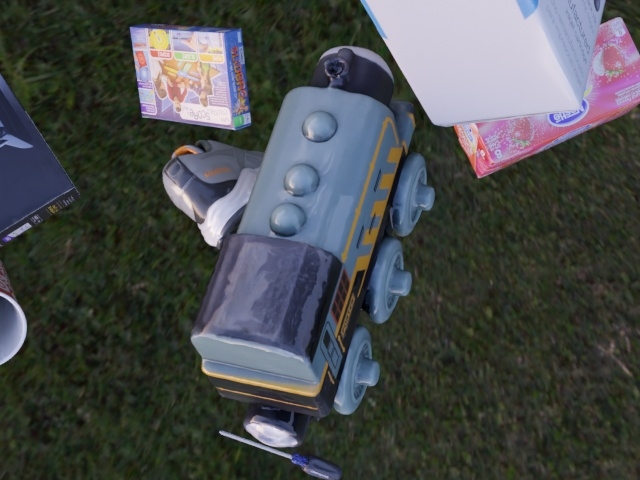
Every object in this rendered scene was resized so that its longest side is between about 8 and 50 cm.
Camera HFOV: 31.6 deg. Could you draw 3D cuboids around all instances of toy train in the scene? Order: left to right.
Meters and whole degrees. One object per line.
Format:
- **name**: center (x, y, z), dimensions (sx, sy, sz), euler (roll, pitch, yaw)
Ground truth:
- **toy train**: center (0.000, 0.000, 0.943), dimensions (0.142, 0.190, 0.334), euler (11, 65, 17)

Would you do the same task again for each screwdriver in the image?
- **screwdriver**: center (-0.042, 0.242, 1.288), dimensions (0.170, 0.024, 0.025), euler (28, 152, -33)

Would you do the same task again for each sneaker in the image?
- **sneaker**: center (-0.109, -0.072, 1.263), dimensions (0.108, 0.271, 0.100), euler (41, 98, -4)

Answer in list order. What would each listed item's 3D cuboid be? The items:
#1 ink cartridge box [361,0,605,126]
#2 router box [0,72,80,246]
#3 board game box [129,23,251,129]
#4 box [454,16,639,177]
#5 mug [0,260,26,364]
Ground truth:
- **ink cartridge box**: center (0.137, -0.278, 0.870), dimensions (0.129, 0.307, 0.223), euler (-3, 142, 33)
- **router box**: center (-0.434, -0.112, 1.167), dimensions (0.243, 0.081, 0.309), euler (-33, 89, -9)
- **board game box**: center (-0.186, -0.234, 1.602), dimensions (0.201, 0.035, 0.136), euler (13, 116, 40)
- **box**: center (0.321, -0.199, 1.604), dimensions (0.257, 0.128, 0.122), euler (-24, 85, -4)
- **mug**: center (-0.468, 0.083, 1.477), dimensions (0.150, 0.169, 0.113), euler (-10, 115, -16)
